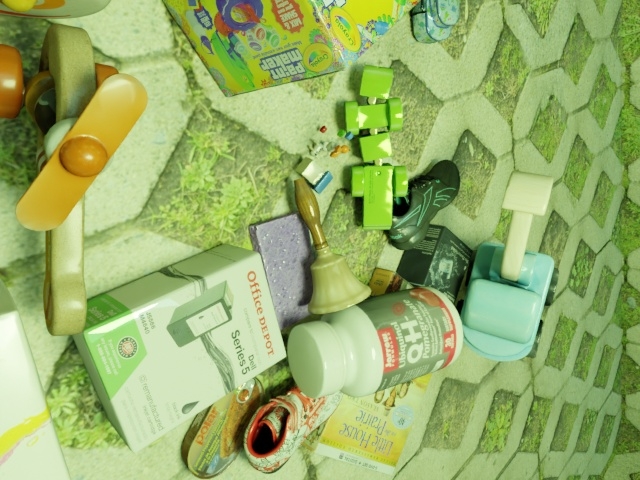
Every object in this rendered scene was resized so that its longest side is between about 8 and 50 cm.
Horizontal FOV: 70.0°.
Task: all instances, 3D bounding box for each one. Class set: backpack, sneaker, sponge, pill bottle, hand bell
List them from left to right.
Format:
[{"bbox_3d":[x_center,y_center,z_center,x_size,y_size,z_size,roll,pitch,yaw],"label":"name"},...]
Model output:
[{"bbox_3d":[-0.062,0.055,0.873,0.117,0.031,0.209,-23,111,-38],"label":"sponge"},{"bbox_3d":[-0.036,0.312,0.864,0.270,0.090,0.144,-46,155,-23],"label":"sneaker"},{"bbox_3d":[0.000,0.000,0.849,0.126,0.126,0.241,-23,99,-37],"label":"hand bell"},{"bbox_3d":[0.105,0.196,0.881,0.319,0.176,0.176,-7,102,-32],"label":"pill bottle"},{"bbox_3d":[0.239,-0.103,1.067,0.106,0.101,0.267,50,65,-32],"label":"sneaker"},{"bbox_3d":[0.258,-0.508,1.029,0.105,0.084,0.114,-17,110,-36],"label":"backpack"}]

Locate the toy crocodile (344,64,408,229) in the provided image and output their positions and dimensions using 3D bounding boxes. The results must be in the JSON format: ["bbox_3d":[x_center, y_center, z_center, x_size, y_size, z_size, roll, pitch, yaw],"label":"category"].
[{"bbox_3d":[0.113,-0.186,0.948,0.115,0.105,0.339,-5,105,2],"label":"toy crocodile"}]

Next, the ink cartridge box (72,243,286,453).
[{"bbox_3d":[-0.207,0.146,0.704,0.273,0.115,0.198,-26,113,-36],"label":"ink cartridge box"}]

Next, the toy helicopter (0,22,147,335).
[{"bbox_3d":[-0.285,-0.060,0.522,0.140,0.235,0.354,-2,99,-42],"label":"toy helicopter"}]

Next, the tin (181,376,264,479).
[{"bbox_3d":[-0.173,0.325,0.817,0.106,0.040,0.189,43,69,-41],"label":"tin"}]

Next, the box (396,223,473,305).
[{"bbox_3d":[0.285,0.060,1.138,0.156,0.093,0.158,32,77,-40],"label":"box"}]

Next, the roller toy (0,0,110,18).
[{"bbox_3d":[-0.321,-0.317,0.476,0.210,0.191,0.146,-7,102,-29],"label":"roller toy"}]

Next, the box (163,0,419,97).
[{"bbox_3d":[-0.020,-0.373,0.668,0.279,0.290,0.177,-50,126,-25],"label":"box"}]

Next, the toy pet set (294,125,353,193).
[{"bbox_3d":[0.016,-0.146,0.855,0.065,0.122,0.114,39,91,-31],"label":"toy pet set"}]

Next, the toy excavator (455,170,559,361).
[{"bbox_3d":[0.446,0.085,1.069,0.445,0.223,0.432,8,97,-68],"label":"toy excavator"}]

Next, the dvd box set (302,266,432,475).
[{"bbox_3d":[0.151,0.316,1.082,0.308,0.062,0.420,38,72,-38],"label":"dvd box set"}]

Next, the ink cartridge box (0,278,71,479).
[{"bbox_3d":[-0.376,0.165,0.496,0.119,0.207,0.352,-19,110,-37],"label":"ink cartridge box"}]

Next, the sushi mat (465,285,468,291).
[{"bbox_3d":[0.529,0.210,1.426,0.151,0.019,0.316,-45,124,-28],"label":"sushi mat"}]
